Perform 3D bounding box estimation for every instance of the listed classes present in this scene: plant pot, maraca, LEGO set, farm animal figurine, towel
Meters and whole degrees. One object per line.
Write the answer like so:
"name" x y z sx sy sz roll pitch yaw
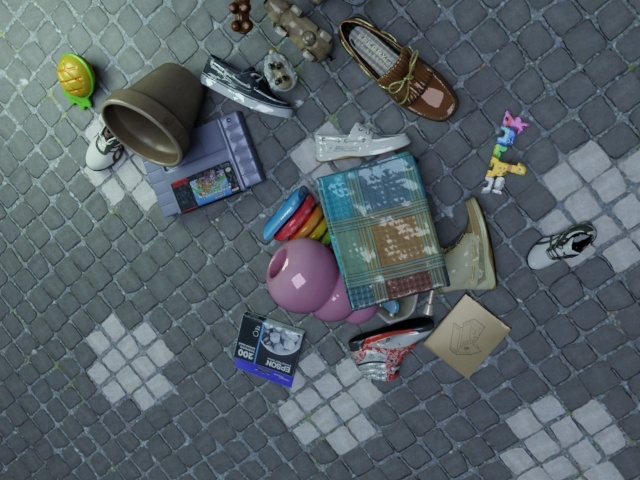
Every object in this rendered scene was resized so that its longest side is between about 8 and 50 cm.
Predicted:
"plant pot" -0.450 -0.378 1.774 0.263 0.263 0.229 25 65 10
"maraca" -0.755 -0.492 1.929 0.127 0.099 0.186 28 133 11
"LEGO set" 0.498 -0.217 1.632 0.093 0.087 0.227 17 107 12
"farm animal figurine" -0.066 -0.616 1.678 0.330 0.172 0.327 -31 104 12
"towel" 0.158 -0.028 1.609 0.271 0.040 0.370 -15 79 5

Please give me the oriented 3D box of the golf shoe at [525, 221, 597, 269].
"golf shoe" 0.631 0.018 1.640 0.198 0.094 0.077 -36 91 21

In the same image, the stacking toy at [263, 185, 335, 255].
"stacking toy" 0.000 0.000 1.798 0.302 0.175 0.166 41 112 -7

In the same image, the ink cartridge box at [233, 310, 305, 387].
"ink cartridge box" -0.168 0.350 1.961 0.206 0.045 0.208 17 107 12

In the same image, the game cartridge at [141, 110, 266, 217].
"game cartridge" -0.360 -0.223 1.891 0.355 0.068 0.230 -19 92 19

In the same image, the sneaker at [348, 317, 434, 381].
"sneaker" 0.225 0.324 1.822 0.270 0.090 0.145 -19 97 22

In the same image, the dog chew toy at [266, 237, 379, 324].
"dog chew toy" 0.019 0.129 1.701 0.331 0.207 0.207 28 110 -24

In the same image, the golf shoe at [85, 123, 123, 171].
"golf shoe" -0.655 -0.317 1.922 0.273 0.120 0.105 -42 90 21

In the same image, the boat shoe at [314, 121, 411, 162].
"boat shoe" 0.111 -0.280 1.722 0.277 0.098 0.096 -6 101 18

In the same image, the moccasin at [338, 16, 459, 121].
"moccasin" 0.203 -0.452 1.633 0.380 0.147 0.139 47 109 2

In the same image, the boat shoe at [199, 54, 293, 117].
"boat shoe" -0.203 -0.444 1.779 0.301 0.108 0.102 28 109 16

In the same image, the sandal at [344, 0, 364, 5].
"sandal" 0.001 -0.658 1.540 0.254 0.054 0.097 15 108 -2

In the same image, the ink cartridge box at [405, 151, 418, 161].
"ink cartridge box" 0.193 -0.146 1.727 0.046 0.097 0.207 35 108 6

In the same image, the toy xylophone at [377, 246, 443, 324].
"toy xylophone" 0.234 0.076 1.714 0.081 0.236 0.323 2 98 -23

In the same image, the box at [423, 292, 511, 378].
"box" 0.421 0.275 1.791 0.164 0.021 0.201 38 108 5

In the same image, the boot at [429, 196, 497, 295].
"boot" 0.367 0.021 1.717 0.203 0.095 0.262 -10 102 19
